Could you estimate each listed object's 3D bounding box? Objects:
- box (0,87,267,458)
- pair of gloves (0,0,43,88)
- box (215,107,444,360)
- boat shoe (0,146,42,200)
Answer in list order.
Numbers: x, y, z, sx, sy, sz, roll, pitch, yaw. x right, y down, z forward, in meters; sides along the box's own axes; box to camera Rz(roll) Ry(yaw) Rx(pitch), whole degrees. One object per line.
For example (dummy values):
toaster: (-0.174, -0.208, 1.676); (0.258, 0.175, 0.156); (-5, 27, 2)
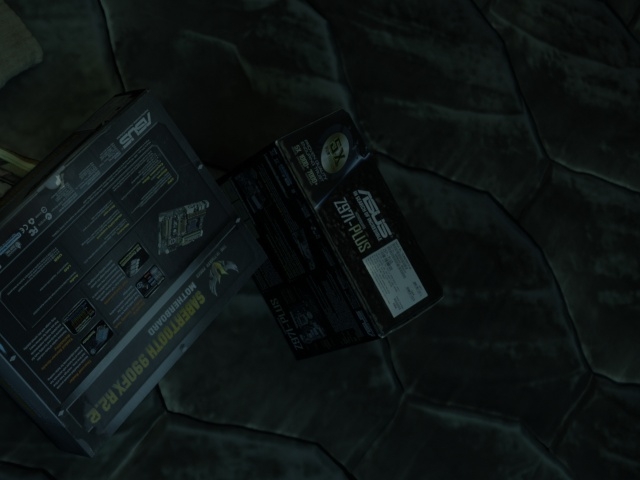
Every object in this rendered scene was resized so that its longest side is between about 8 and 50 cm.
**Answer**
box: (-0.168, 0.021, 0.829); (0.231, 0.056, 0.183); (-50, 121, -29)
pair of gloves: (-0.333, -0.177, 0.784); (0.240, 0.042, 0.204); (45, 31, -17)
box: (0.000, 0.000, 0.906); (0.077, 0.147, 0.180); (-30, 92, -32)
boat shoe: (-0.253, -0.043, 0.826); (0.152, 0.056, 0.049); (14, 65, -26)
